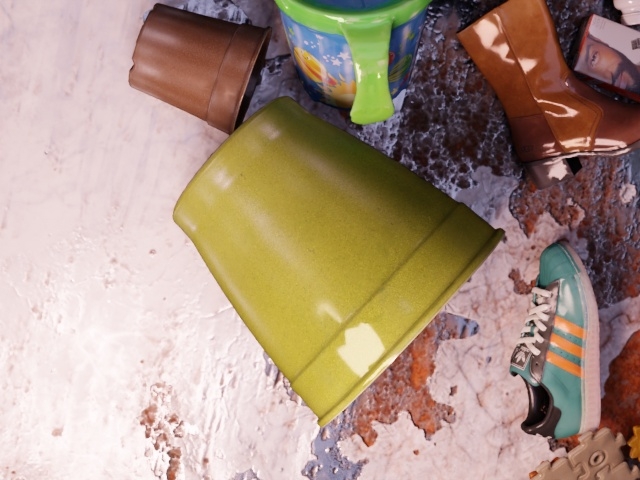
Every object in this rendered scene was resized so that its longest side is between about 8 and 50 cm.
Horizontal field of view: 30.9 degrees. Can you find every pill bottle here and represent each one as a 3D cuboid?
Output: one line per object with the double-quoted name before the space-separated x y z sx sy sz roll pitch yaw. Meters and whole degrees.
"pill bottle" 0.473 -0.384 1.746 0.065 0.065 0.116 -7 95 -8

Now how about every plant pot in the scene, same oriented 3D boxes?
"plant pot" 0.000 0.000 1.586 0.353 0.366 0.366 44 87 3
"plant pot" -0.171 -0.249 1.623 0.165 0.167 0.167 20 91 -1

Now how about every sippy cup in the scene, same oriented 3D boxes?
"sippy cup" 0.046 -0.305 1.589 0.240 0.224 0.305 22 58 18

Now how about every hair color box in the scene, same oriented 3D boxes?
"hair color box" 0.466 -0.271 1.759 0.167 0.053 0.093 18 92 -8

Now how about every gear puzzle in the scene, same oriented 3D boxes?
"gear puzzle" 0.401 0.365 1.782 0.339 0.044 0.175 -34 121 -5

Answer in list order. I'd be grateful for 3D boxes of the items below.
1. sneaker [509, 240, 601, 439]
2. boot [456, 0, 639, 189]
"sneaker" 0.346 0.155 1.742 0.121 0.108 0.302 -8 96 -12
"boot" 0.372 -0.249 1.700 0.264 0.096 0.280 -23 96 31
